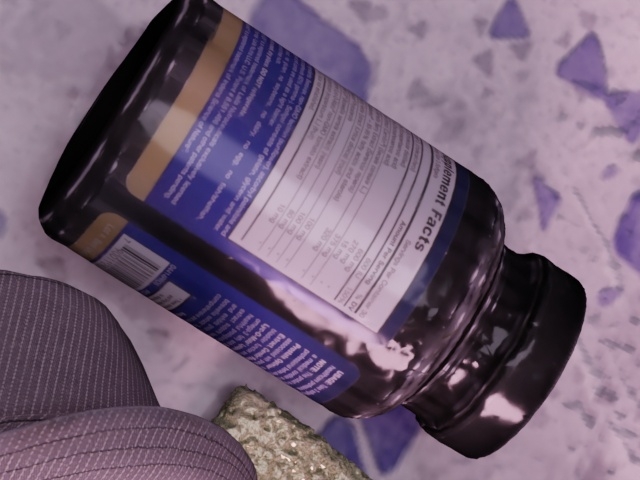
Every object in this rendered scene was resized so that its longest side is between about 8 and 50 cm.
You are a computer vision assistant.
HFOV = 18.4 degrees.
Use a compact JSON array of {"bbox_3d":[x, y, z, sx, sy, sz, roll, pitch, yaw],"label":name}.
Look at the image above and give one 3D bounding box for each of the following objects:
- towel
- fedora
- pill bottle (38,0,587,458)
[{"bbox_3d":[-0.010,0.146,0.889,0.148,0.027,0.110,41,77,-10],"label":"towel"},{"bbox_3d":[-0.168,0.098,0.773,0.275,0.243,0.124,-18,63,-6],"label":"fedora"},{"bbox_3d":[0.000,0.000,0.848,0.219,0.123,0.123,33,80,-12],"label":"pill bottle"}]
